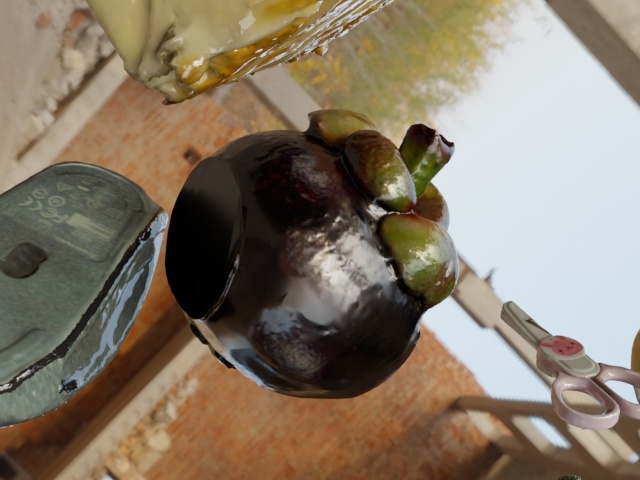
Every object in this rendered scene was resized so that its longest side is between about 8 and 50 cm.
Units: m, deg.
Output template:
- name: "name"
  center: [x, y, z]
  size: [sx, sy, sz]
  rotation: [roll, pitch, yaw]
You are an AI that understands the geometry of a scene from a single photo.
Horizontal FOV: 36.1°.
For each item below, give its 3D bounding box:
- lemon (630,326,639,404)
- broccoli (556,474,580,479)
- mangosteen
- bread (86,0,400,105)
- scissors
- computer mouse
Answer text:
- name: "lemon"
  center: [0.439, 0.148, 1.106]
  size: [0.170, 0.207, 0.170]
  rotation: [-20, -142, 16]
- name: "broccoli"
  center: [0.428, 0.460, 1.601]
  size: [0.138, 0.162, 0.146]
  rotation: [-18, -148, -20]
- name: "mangosteen"
  center: [-0.005, 0.001, 0.903]
  size: [0.287, 0.233, 0.287]
  rotation: [-46, -145, 46]
- name: "bread"
  center: [0.014, -0.312, 0.686]
  size: [0.390, 0.279, 0.371]
  rotation: [-34, -178, 27]
- name: "scissors"
  center: [0.267, 0.131, 1.087]
  size: [0.118, 0.030, 0.242]
  rotation: [-9, -153, -20]
- name: "computer mouse"
  center: [-0.279, 0.058, 0.914]
  size: [0.374, 0.203, 0.114]
  rotation: [-53, 167, -51]
